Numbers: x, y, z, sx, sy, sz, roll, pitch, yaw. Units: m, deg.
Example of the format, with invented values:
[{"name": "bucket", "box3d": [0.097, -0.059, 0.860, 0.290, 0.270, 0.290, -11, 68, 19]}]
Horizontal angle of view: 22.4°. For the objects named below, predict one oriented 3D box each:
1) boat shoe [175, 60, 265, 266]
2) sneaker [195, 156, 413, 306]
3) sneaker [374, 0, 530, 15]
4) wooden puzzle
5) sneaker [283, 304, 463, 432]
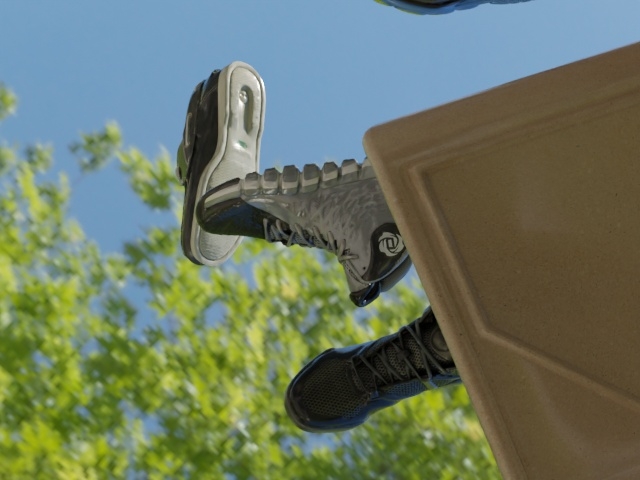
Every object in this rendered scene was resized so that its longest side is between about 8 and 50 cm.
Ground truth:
[{"name": "boat shoe", "box3d": [-0.115, -0.076, 1.731, 0.079, 0.084, 0.233, -12, -119, 38]}, {"name": "sneaker", "box3d": [0.000, 0.000, 1.469, 0.229, 0.086, 0.132, -11, -105, 11]}, {"name": "sneaker", "box3d": [0.124, -0.243, 1.432, 0.188, 0.078, 0.067, -11, -161, -10]}, {"name": "wooden puzzle", "box3d": [0.160, 0.015, 0.789, 0.221, 0.044, 0.238, -18, -112, -12]}, {"name": "sneaker", "box3d": [0.074, 0.119, 1.610, 0.228, 0.130, 0.087, -14, -111, -21]}]
